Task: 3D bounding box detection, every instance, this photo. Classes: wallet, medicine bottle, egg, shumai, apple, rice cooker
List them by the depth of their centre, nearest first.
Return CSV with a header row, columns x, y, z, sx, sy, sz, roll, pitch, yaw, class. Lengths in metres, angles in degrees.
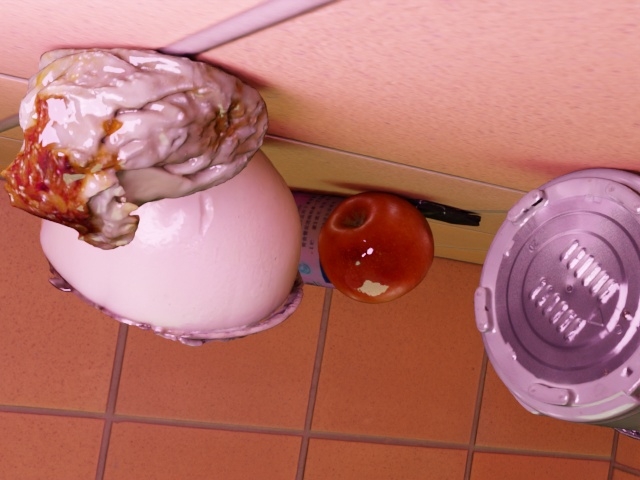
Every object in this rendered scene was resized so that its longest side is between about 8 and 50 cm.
x,y,z,sx,sy,sz,roll,pitch,yaw,class
-0.132,-0.059,0.733,0.184,0.142,0.184,12,178,0,shumai
0.288,0.063,0.932,0.227,0.241,0.280,14,-154,-42,rice cooker
-0.133,-0.044,0.993,0.264,0.174,0.286,7,-155,-19,egg
0.076,0.008,1.439,0.163,0.163,0.139,6,140,54,apple
0.173,-0.044,1.537,0.156,0.018,0.082,12,176,-44,wallet
0.000,0.000,1.653,0.254,0.152,0.152,7,177,26,medicine bottle
